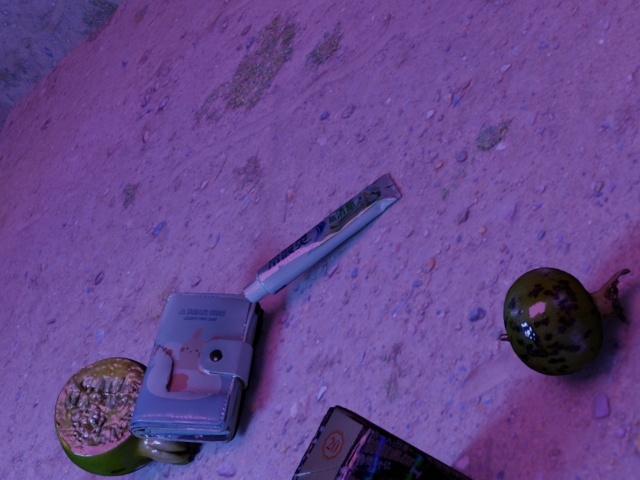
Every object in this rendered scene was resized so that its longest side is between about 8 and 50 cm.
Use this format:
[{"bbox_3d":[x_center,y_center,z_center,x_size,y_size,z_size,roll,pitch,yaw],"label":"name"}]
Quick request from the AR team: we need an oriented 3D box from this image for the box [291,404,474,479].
[{"bbox_3d":[0.028,0.359,1.044,0.084,0.198,0.310,17,76,59],"label":"box"}]

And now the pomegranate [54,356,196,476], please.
[{"bbox_3d":[-0.313,0.303,1.629,0.240,0.159,0.190,-13,53,12],"label":"pomegranate"}]

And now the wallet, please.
[{"bbox_3d":[-0.194,0.199,1.553,0.176,0.075,0.251,0,53,15],"label":"wallet"}]

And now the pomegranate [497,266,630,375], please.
[{"bbox_3d":[0.272,0.082,1.056,0.161,0.122,0.122,-23,36,1],"label":"pomegranate"}]

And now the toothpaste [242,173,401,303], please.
[{"bbox_3d":[0.000,0.000,1.538,0.296,0.048,0.075,-38,34,9],"label":"toothpaste"}]
